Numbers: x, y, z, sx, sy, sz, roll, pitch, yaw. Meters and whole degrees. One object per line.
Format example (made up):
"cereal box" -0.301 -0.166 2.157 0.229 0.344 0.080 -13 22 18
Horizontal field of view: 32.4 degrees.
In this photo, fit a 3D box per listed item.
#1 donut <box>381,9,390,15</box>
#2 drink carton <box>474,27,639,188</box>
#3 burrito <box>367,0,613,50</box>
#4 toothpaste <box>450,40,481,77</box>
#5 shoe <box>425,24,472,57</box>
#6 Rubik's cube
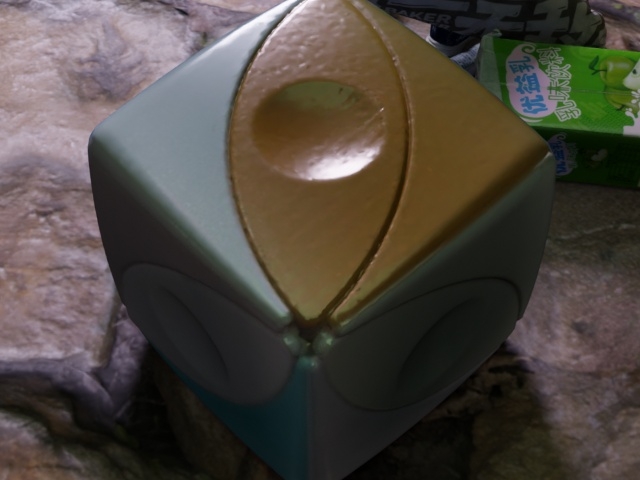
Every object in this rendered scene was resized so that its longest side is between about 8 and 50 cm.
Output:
"donut" 0.111 -0.464 1.591 0.371 0.150 0.307 -33 56 -13
"drink carton" 0.329 -0.167 1.413 0.271 0.108 0.161 7 54 4
"burrito" 0.224 -0.325 1.446 0.446 0.139 0.101 15 35 -21
"toothpaste" 0.225 -0.254 1.523 0.216 0.037 0.062 -31 59 -25
"shoe" 0.203 -0.316 1.546 0.064 0.071 0.143 37 58 23
"Rubik's cube" 0.000 0.000 1.141 0.347 0.351 0.352 -37 64 -24
